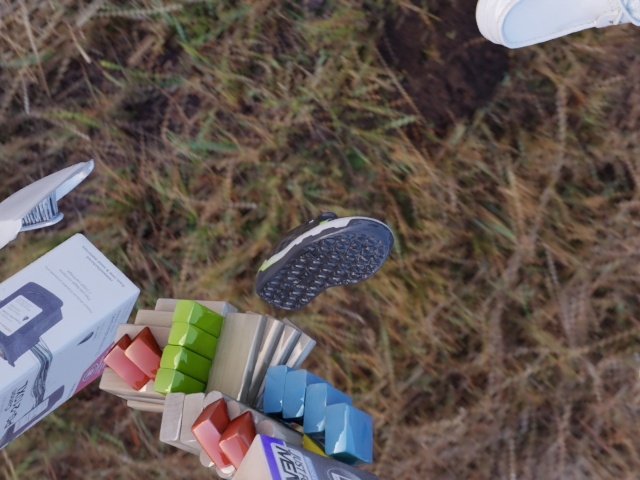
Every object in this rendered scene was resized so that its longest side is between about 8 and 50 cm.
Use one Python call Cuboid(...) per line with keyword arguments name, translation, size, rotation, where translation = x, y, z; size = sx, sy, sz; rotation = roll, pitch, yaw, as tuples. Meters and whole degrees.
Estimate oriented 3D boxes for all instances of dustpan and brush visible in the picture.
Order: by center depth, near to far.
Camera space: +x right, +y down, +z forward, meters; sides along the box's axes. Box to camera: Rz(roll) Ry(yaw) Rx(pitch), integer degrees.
Cuboid(name="dustpan and brush", translation=(-0.374, -0.023, 1.599), size=(0.147, 0.211, 0.060), rotation=(-49, 118, -45))

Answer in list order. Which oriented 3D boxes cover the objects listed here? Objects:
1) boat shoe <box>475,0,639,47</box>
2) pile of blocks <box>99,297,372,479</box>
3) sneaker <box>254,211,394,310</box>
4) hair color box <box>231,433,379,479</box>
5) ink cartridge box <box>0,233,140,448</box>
Cuboid(name="boat shoe", translation=(0.269, -0.231, 1.098), size=(0.277, 0.096, 0.098), rotation=(-27, 144, 4))
Cuboid(name="pile of blocks", translation=(-0.065, 0.133, 1.069), size=(0.149, 0.362, 0.113), rotation=(-57, 140, -1))
Cuboid(name="sneaker", translation=(0.000, 0.000, 1.427), size=(0.084, 0.235, 0.097), rotation=(33, 57, -22))
Cuboid(name="hair color box", translation=(-0.061, 0.322, 0.851), size=(0.110, 0.185, 0.339), rotation=(25, 106, -22))
Cuboid(name="ink cartridge box", translation=(-0.318, 0.124, 1.329), size=(0.237, 0.100, 0.172), rotation=(-38, 166, -41))
